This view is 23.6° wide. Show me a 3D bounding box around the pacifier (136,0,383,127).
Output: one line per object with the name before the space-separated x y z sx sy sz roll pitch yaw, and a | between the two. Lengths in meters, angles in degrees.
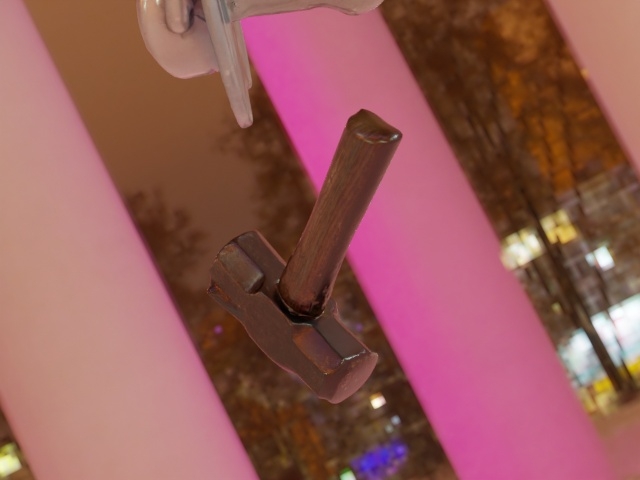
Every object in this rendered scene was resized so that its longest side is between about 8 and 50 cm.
pacifier | -0.048 -0.234 1.328 0.226 0.238 0.287 -11 17 -1

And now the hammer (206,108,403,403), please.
hammer | 0.000 0.000 1.818 0.095 0.242 0.409 -28 -27 -36
